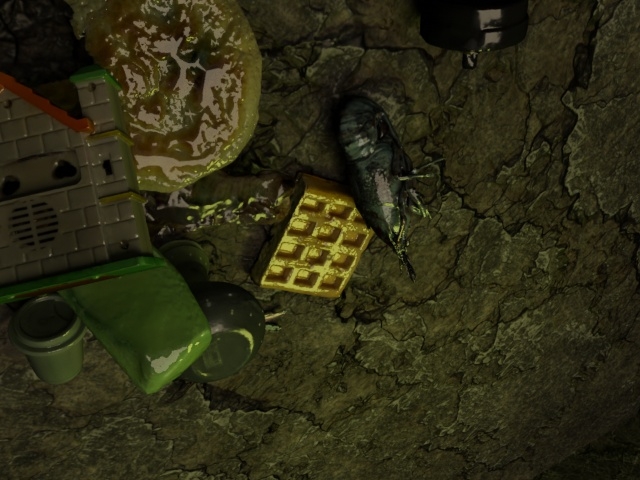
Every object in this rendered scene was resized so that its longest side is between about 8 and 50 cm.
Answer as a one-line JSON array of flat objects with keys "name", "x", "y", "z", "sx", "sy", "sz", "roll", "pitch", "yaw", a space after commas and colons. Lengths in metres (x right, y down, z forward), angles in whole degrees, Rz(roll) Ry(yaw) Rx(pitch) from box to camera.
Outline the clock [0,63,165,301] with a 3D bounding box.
[{"name": "clock", "x": -0.328, "y": -0.067, "z": 0.706, "sx": 0.219, "sy": 0.106, "sz": 0.255, "roll": -12, "pitch": 86, "yaw": -1}]

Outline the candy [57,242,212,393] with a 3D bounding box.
[{"name": "candy", "x": -0.298, "y": 0.048, "z": 0.821, "sx": 0.142, "sy": 0.343, "sz": 0.132, "roll": -39, "pitch": 175, "yaw": -32}]

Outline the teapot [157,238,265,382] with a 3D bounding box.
[{"name": "teapot", "x": -0.208, "y": 0.109, "z": 0.994, "sx": 0.183, "sy": 0.251, "sz": 0.184, "roll": -17, "pitch": 130, "yaw": -21}]

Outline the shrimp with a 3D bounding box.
[{"name": "shrimp", "x": 0.143, "y": -0.096, "z": 1.089, "sx": 0.137, "sy": 0.172, "sz": 0.372, "roll": -49, "pitch": 117, "yaw": -37}]

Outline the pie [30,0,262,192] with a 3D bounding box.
[{"name": "pie", "x": -0.224, "y": -0.227, "z": 0.794, "sx": 0.337, "sy": 0.075, "sz": 0.338, "roll": -4, "pitch": 107, "yaw": -14}]

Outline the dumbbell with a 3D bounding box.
[{"name": "dumbbell", "x": 0.254, "y": -0.464, "z": 0.934, "sx": 0.185, "sy": 0.185, "sz": 0.388, "roll": -20, "pitch": 129, "yaw": -20}]

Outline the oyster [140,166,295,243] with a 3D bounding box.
[{"name": "oyster", "x": -0.209, "y": -0.066, "z": 0.955, "sx": 0.336, "sy": 0.133, "sz": 0.198, "roll": 1, "pitch": 128, "yaw": -28}]

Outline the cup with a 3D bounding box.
[{"name": "cup", "x": -0.447, "y": 0.169, "z": 0.986, "sx": 0.120, "sy": 0.120, "sz": 0.141, "roll": -15, "pitch": 142, "yaw": -24}]

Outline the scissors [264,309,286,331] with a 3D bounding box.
[{"name": "scissors", "x": -0.161, "y": 0.179, "z": 1.234, "sx": 0.187, "sy": 0.020, "sz": 0.134, "roll": -4, "pitch": 126, "yaw": -29}]

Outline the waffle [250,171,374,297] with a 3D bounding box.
[{"name": "waffle", "x": 0.000, "y": 0.000, "z": 1.186, "sx": 0.221, "sy": 0.055, "sz": 0.248, "roll": 11, "pitch": 114, "yaw": -38}]
